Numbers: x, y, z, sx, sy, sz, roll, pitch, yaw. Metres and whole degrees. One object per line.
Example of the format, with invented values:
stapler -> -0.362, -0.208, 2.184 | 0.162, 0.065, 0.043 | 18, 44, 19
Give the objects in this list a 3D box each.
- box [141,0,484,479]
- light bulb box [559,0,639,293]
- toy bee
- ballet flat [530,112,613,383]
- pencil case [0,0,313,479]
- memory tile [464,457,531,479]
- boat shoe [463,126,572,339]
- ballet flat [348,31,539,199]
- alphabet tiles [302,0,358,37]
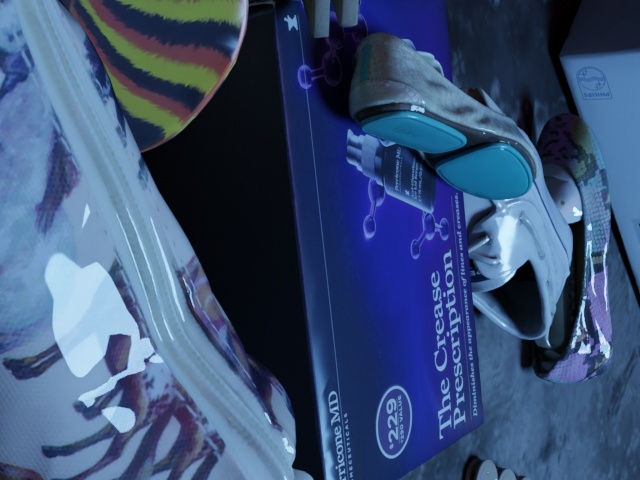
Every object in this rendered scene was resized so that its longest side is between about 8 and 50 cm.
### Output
box -> 0.000, 0.000, 0.728 | 0.184, 0.103, 0.261 | -17, 103, -54
light bulb box -> 0.425, -0.152, 1.275 | 0.361, 0.225, 0.358 | 63, 40, -35
toy bee -> -0.078, -0.183, 0.525 | 0.298, 0.162, 0.195 | 72, -9, -55
ballet flat -> 0.193, 0.009, 1.060 | 0.079, 0.077, 0.222 | -8, 97, -37
pencil case -> -0.135, -0.035, 0.443 | 0.160, 0.183, 0.410 | -55, 134, -43
memory tile -> 0.132, 0.247, 1.002 | 0.113, 0.012, 0.148 | 30, 65, -53
boat shoe -> 0.107, -0.007, 0.906 | 0.267, 0.096, 0.088 | 48, 45, -56
ballet flat -> 0.071, -0.067, 0.700 | 0.168, 0.057, 0.052 | 24, 58, -55
alphabet tiles -> -0.021, -0.270, 0.569 | 0.285, 0.011, 0.343 | 90, -11, -52
